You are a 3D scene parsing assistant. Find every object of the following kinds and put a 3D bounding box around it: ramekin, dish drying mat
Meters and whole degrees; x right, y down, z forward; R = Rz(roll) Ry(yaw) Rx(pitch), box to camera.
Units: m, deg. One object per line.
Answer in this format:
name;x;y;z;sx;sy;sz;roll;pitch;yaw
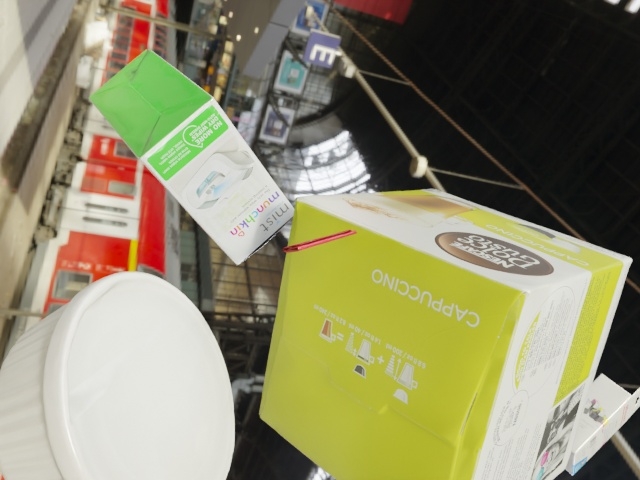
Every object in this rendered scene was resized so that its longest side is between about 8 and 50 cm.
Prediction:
ramekin;-0.218;0.179;0.653;0.127;0.273;0.273;-18;-126;21
dish drying mat;0.000;0.000;0.677;0.032;0.083;0.008;-12;-86;54

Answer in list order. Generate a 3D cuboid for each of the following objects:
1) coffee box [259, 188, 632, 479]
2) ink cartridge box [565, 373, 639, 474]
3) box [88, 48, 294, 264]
coffee box;0.161;0.138;0.837;0.337;0.334;0.339;25;-69;40
ink cartridge box;0.471;0.304;1.044;0.061;0.181;0.104;41;-17;40
box;-0.187;-0.129;0.897;0.126;0.231;0.262;-41;-136;-7
